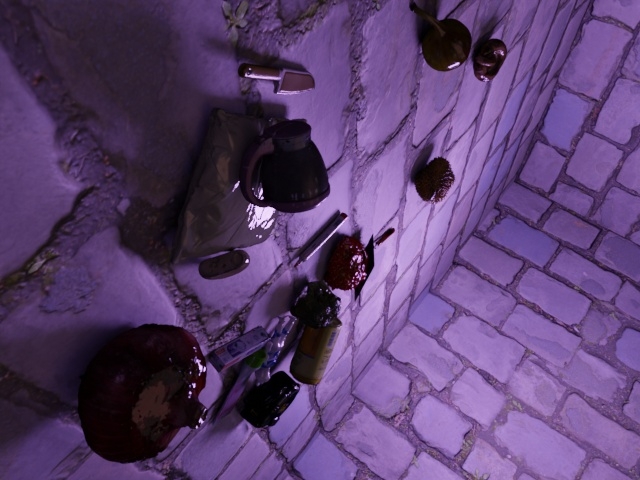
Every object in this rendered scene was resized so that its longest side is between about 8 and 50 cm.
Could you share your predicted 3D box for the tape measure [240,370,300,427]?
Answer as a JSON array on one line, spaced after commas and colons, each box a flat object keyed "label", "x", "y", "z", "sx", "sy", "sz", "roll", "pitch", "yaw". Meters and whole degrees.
[{"label": "tape measure", "x": -0.155, "y": 0.510, "z": 1.748, "sx": 0.186, "sy": 0.112, "sz": 0.199, "roll": -47, "pitch": 164, "yaw": -4}]

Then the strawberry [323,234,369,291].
[{"label": "strawberry", "x": 0.100, "y": 0.061, "z": 1.664, "sx": 0.174, "sy": 0.098, "sz": 0.228, "roll": -43, "pitch": 157, "yaw": -36}]

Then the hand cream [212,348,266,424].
[{"label": "hand cream", "x": -0.232, "y": 0.419, "z": 1.549, "sx": 0.079, "sy": 0.050, "sz": 0.275, "roll": 9, "pitch": 122, "yaw": -40}]

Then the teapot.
[{"label": "teapot", "x": -0.062, "y": -0.125, "z": 0.900, "sx": 0.116, "sy": 0.148, "sz": 0.146, "roll": -106, "pitch": -172, "yaw": -61}]

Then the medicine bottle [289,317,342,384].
[{"label": "medicine bottle", "x": -0.020, "y": 0.355, "z": 1.767, "sx": 0.124, "sy": 0.124, "sz": 0.238, "roll": -1, "pitch": 115, "yaw": -65}]

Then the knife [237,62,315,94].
[{"label": "knife", "x": -0.069, "y": -0.273, "z": 0.921, "sx": 0.256, "sy": 0.022, "sz": 0.046, "roll": -24, "pitch": 135, "yaw": -62}]

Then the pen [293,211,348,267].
[{"label": "pen", "x": 0.000, "y": 0.000, "z": 1.463, "sx": 0.218, "sy": 0.026, "sz": 0.026, "roll": -46, "pitch": 157, "yaw": -25}]

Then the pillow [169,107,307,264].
[{"label": "pillow", "x": -0.133, "y": -0.094, "z": 0.968, "sx": 0.281, "sy": 0.076, "sz": 0.274, "roll": -15, "pitch": 133, "yaw": -60}]

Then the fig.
[{"label": "fig", "x": 0.278, "y": -0.490, "z": 1.267, "sx": 0.124, "sy": 0.124, "sz": 0.236, "roll": -58, "pitch": 147, "yaw": 5}]

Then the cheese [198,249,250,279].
[{"label": "cheese", "x": -0.182, "y": 0.054, "z": 1.063, "sx": 0.097, "sy": 0.037, "sz": 0.192, "roll": -18, "pitch": 173, "yaw": -6}]

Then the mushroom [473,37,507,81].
[{"label": "mushroom", "x": 0.531, "y": -0.575, "z": 1.720, "sx": 0.171, "sy": 0.080, "sz": 0.135, "roll": -22, "pitch": 128, "yaw": -55}]

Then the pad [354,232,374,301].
[{"label": "pad", "x": 0.143, "y": 0.092, "z": 1.785, "sx": 0.211, "sy": 0.003, "sz": 0.142, "roll": 111, "pitch": -13, "yaw": -47}]

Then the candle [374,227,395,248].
[{"label": "candle", "x": 0.225, "y": -0.005, "z": 1.953, "sx": 0.167, "sy": 0.021, "sz": 0.026, "roll": -37, "pitch": 172, "yaw": -44}]

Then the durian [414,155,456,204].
[{"label": "durian", "x": 0.400, "y": -0.204, "z": 1.902, "sx": 0.168, "sy": 0.137, "sz": 0.158, "roll": -53, "pitch": 140, "yaw": -32}]

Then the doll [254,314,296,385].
[{"label": "doll", "x": -0.146, "y": 0.325, "z": 1.575, "sx": 0.227, "sy": 0.057, "sz": 0.114, "roll": -68, "pitch": 164, "yaw": 4}]

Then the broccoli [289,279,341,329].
[{"label": "broccoli", "x": -0.008, "y": 0.187, "z": 1.567, "sx": 0.146, "sy": 0.137, "sz": 0.162, "roll": -2, "pitch": 166, "yaw": -27}]

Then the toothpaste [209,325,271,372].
[{"label": "toothpaste", "x": -0.205, "y": 0.278, "z": 1.397, "sx": 0.040, "sy": 0.047, "sz": 0.196, "roll": -51, "pitch": 164, "yaw": 29}]

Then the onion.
[{"label": "onion", "x": -0.294, "y": 0.272, "z": 0.949, "sx": 0.252, "sy": 0.219, "sz": 0.252, "roll": -51, "pitch": 155, "yaw": -36}]
